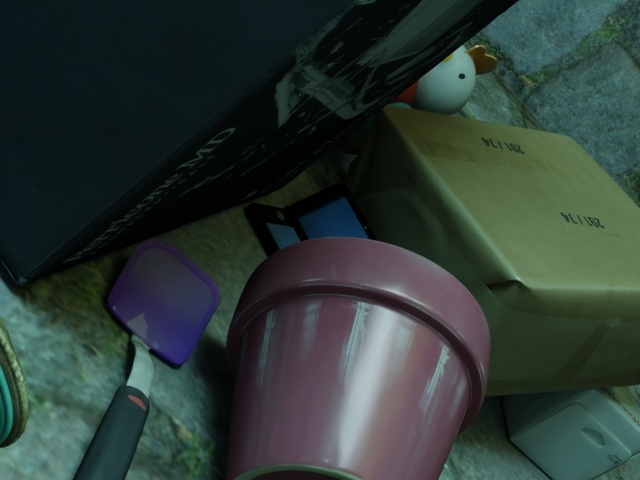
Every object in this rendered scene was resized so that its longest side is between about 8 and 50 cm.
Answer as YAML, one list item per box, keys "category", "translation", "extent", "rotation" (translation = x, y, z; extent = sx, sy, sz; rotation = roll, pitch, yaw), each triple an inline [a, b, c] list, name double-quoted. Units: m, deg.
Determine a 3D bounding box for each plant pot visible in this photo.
- category: "plant pot"
  translation: [0.016, 0.127, 0.729]
  extent: [0.201, 0.201, 0.180]
  rotation: [43, 39, -22]

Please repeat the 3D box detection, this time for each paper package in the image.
- category: "paper package"
  translation: [0.214, 0.011, 1.124]
  extent: [0.325, 0.168, 0.309]
  rotation: [2, 41, -36]

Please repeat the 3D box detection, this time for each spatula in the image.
- category: "spatula"
  translation: [-0.127, 0.095, 0.687]
  extent: [0.084, 0.030, 0.296]
  rotation: [44, 24, -19]

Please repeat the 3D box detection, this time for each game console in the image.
- category: "game console"
  translation: [0.000, 0.000, 1.021]
  extent: [0.107, 0.071, 0.122]
  rotation: [10, 46, -59]

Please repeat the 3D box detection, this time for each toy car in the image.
- category: "toy car"
  translation: [0.122, -0.214, 1.289]
  extent: [0.210, 0.238, 0.219]
  rotation: [102, -34, -67]

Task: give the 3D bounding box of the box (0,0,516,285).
- category: "box"
  translation: [-0.033, -0.251, 0.797]
  extent: [0.297, 0.480, 0.472]
  rotation: [55, 23, 4]

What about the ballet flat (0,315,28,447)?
- category: "ballet flat"
  translation: [-0.225, 0.024, 0.559]
  extent: [0.206, 0.073, 0.067]
  rotation: [53, 14, -4]

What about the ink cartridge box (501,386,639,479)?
- category: "ink cartridge box"
  translation: [0.310, 0.193, 1.252]
  extent: [0.128, 0.127, 0.176]
  rotation: [43, 24, -21]
